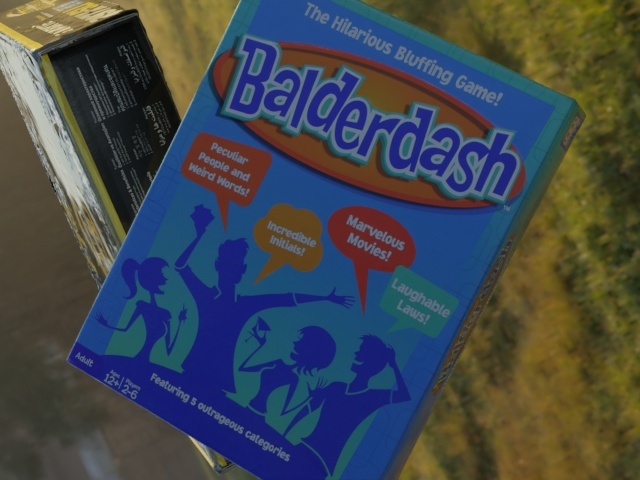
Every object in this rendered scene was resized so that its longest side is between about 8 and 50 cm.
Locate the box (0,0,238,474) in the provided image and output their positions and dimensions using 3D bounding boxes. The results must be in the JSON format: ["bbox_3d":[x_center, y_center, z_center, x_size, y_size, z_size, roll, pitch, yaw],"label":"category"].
[{"bbox_3d":[-0.139,-0.019,0.940,0.257,0.079,0.322,35,148,65],"label":"box"}]

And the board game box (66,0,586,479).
[{"bbox_3d":[0.000,0.000,0.575,0.160,0.210,0.047,27,-175,17],"label":"board game box"}]
